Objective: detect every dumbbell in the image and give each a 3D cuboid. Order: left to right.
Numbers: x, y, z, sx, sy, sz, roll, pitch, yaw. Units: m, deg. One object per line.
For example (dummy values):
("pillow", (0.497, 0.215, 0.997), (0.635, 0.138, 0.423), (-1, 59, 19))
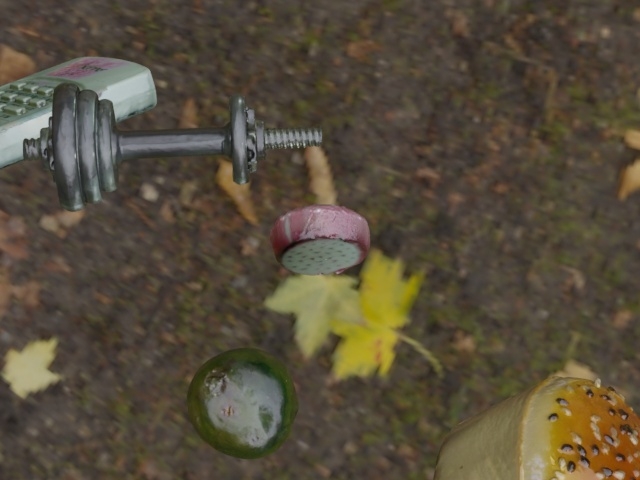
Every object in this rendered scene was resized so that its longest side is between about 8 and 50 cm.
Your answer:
("dumbbell", (-0.125, -0.083, 1.472), (0.254, 0.110, 0.110), (-2, 108, -2))

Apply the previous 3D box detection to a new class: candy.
("candy", (0.000, 0.000, 1.777), (0.103, 0.103, 0.043), (19, 56, -37))

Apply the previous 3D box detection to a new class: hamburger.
("hamburger", (0.208, 0.257, 1.389), (0.300, 0.176, 0.300), (38, 46, -53))

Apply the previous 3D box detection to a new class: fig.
("fig", (-0.068, 0.158, 1.803), (0.177, 0.117, 0.117), (-31, 127, -67))

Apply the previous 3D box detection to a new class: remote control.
("remote control", (-0.331, -0.110, 1.730), (0.344, 0.145, 0.050), (-27, 117, -35))
